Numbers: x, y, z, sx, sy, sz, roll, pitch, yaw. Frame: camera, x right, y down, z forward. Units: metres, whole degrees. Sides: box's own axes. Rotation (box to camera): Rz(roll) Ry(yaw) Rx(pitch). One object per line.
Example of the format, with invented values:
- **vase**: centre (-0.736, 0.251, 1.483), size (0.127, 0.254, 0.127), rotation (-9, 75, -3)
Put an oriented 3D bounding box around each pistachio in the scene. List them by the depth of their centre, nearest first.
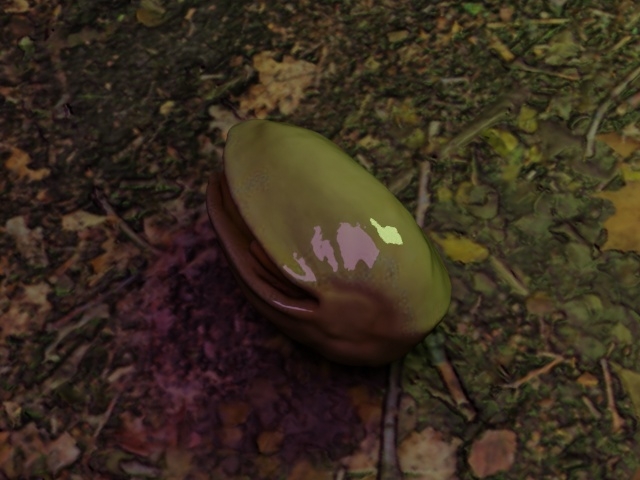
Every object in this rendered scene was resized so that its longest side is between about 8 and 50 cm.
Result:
- **pistachio**: centre (0.000, 0.000, 1.193), size (0.152, 0.126, 0.223), rotation (-13, 46, -43)
